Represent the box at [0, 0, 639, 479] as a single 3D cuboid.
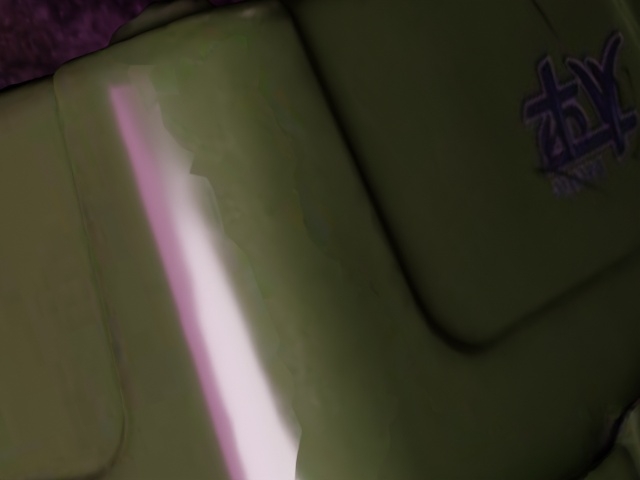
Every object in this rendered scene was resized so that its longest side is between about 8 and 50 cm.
[{"bbox_3d":[0.000,0.000,0.579,0.253,0.329,0.177,-14,96,41],"label":"box"}]
